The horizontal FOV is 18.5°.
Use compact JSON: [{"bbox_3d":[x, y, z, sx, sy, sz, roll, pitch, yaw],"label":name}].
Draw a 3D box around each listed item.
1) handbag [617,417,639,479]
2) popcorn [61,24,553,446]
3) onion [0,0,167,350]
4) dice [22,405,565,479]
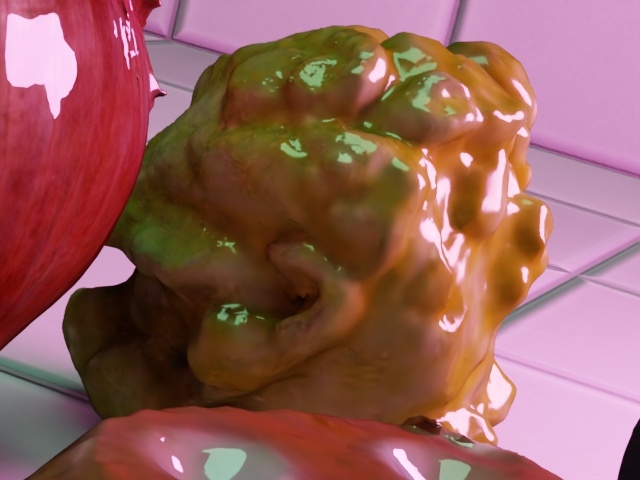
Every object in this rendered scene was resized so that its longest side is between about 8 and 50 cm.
[{"bbox_3d":[0.301,0.089,0.927,0.302,0.178,0.275,7,-22,-29],"label":"handbag"},{"bbox_3d":[0.000,0.000,1.039,0.242,0.250,0.235,5,22,-33],"label":"popcorn"},{"bbox_3d":[-0.231,-0.057,0.851,0.354,0.353,0.353,14,11,-3],"label":"onion"},{"bbox_3d":[0.006,0.153,0.514,0.175,0.174,0.179,7,18,-36],"label":"dice"}]
